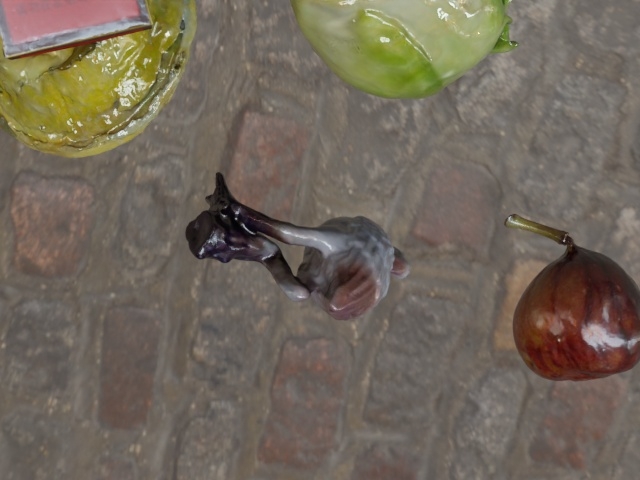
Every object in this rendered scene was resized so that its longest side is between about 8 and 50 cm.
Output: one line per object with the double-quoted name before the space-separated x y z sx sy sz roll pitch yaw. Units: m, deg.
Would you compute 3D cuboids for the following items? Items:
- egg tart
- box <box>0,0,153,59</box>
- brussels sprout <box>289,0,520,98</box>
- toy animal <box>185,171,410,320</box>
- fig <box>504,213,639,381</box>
"egg tart" -0.334 -0.286 1.424 0.345 0.345 0.132 -32 156 8
"box" -0.269 -0.313 1.062 0.153 0.074 0.239 -14 99 -4
"brussels sprout" 0.083 -0.283 1.135 0.227 0.294 0.259 -35 82 23
"toy animal" 0.021 0.014 1.043 0.324 0.195 0.090 9 119 -50
"fig" 0.384 0.081 1.562 0.186 0.204 0.249 11 73 -29
